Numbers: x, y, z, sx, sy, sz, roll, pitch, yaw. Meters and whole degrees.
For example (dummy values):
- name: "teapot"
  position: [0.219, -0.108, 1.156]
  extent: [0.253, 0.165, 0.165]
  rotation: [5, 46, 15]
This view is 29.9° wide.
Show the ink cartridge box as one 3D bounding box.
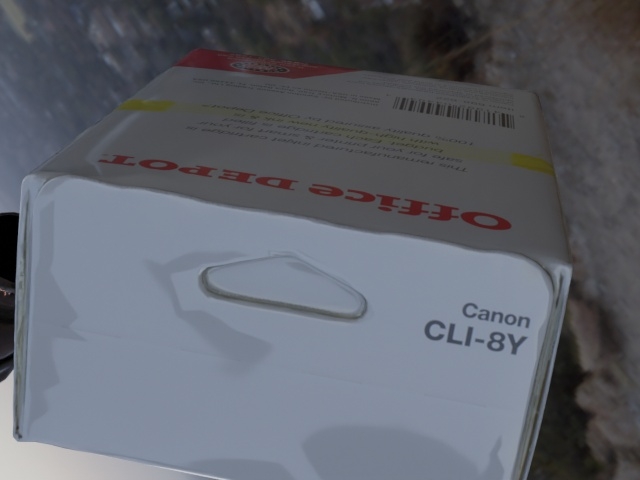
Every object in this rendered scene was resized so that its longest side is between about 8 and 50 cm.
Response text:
- name: "ink cartridge box"
  position: [0.000, 0.000, 0.771]
  extent: [0.385, 0.279, 0.161]
  rotation: [-66, -16, -70]

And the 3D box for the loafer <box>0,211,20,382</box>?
- name: "loafer"
  position: [-0.215, 0.025, 0.827]
  extent: [0.109, 0.095, 0.302]
  rotation: [26, -169, -1]
